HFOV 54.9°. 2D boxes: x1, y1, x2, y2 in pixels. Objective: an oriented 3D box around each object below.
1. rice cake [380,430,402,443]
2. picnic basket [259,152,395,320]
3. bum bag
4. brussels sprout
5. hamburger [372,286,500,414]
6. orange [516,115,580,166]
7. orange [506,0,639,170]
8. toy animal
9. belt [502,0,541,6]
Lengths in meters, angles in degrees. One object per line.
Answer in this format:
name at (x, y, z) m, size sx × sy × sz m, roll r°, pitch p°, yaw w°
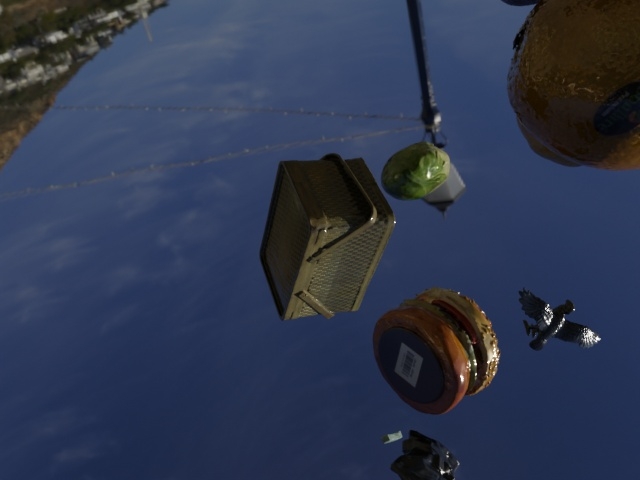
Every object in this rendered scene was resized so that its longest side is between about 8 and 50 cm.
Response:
rice cake at (0.181, 0.498, 1.562) m, size 0.022 × 0.121 × 0.021 m, roll -34°, pitch -112°, yaw 13°
picnic basket at (0.000, 0.000, 1.014) m, size 0.139 × 0.266 × 0.165 m, roll -6°, pitch -131°, yaw -22°
bum bag at (0.229, 0.483, 1.325) m, size 0.137 × 0.074 × 0.310 m, roll 30°, pitch -174°, yaw 15°
brussels sprout at (0.240, -0.177, 1.591) m, size 0.181 × 0.161 × 0.144 m, roll -4°, pitch -140°, yaw -33°
hamburger at (0.328, 0.306, 1.742) m, size 0.250 × 0.329 × 0.330 m, roll -26°, pitch -149°, yaw -37°
orange at (0.610, -0.314, 1.461) m, size 0.279 × 0.279 × 0.235 m, roll -26°, pitch -178°, yaw -17°
orange at (0.385, -0.224, 0.802) m, size 0.274 × 0.274 × 0.274 m, roll -11°, pitch -148°, yaw 7°
toy animal at (0.434, 0.156, 1.157) m, size 0.108 × 0.220 × 0.062 m, roll -41°, pitch -152°, yaw 34°
belt at (0.358, -0.465, 0.992) m, size 0.230 × 0.126 × 0.139 m, roll 1°, pitch -105°, yaw 57°
